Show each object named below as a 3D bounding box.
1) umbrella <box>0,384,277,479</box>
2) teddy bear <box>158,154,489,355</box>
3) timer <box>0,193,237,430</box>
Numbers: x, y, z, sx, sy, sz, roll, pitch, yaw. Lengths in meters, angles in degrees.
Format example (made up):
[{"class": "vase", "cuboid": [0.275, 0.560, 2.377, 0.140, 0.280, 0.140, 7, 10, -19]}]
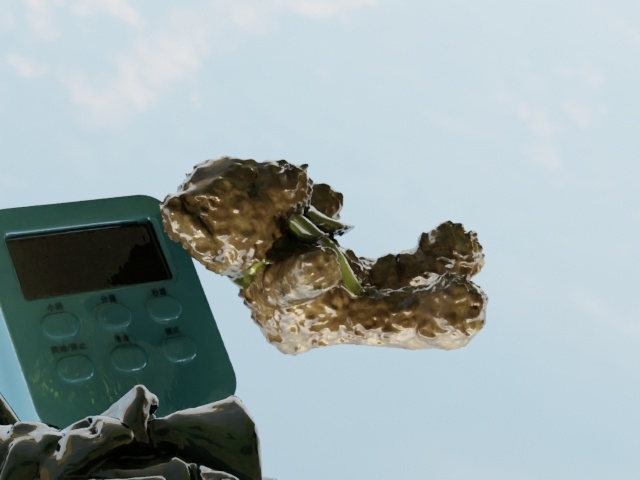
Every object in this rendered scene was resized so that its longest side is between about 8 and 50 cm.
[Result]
[{"class": "umbrella", "cuboid": [-0.188, 0.087, 0.600, 0.349, 0.094, 0.143, 12, -175, 25]}, {"class": "teddy bear", "cuboid": [0.009, -0.004, 1.417, 0.296, 0.222, 0.246, -12, -155, 9]}, {"class": "timer", "cuboid": [-0.220, 0.073, 1.388, 0.232, 0.091, 0.250, -10, -102, -36]}]
